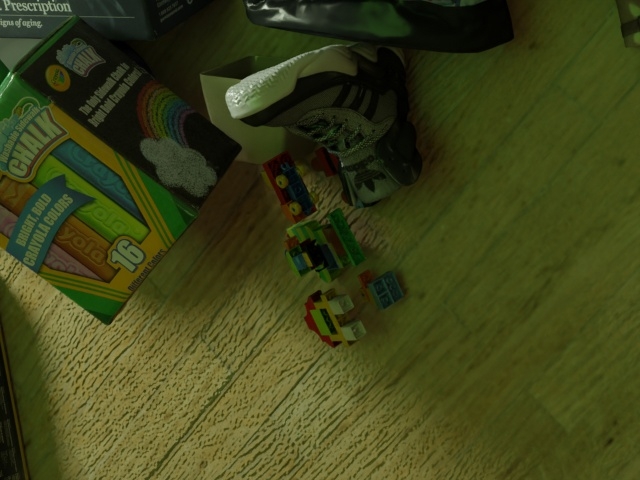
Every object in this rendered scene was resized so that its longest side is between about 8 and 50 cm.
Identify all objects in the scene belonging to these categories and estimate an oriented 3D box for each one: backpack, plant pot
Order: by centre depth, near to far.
[{"bbox_3d":[0.033,-0.366,1.279,0.290,0.273,0.356,14,106,29],"label":"backpack"},{"bbox_3d":[-0.054,-0.136,1.465,0.109,0.109,0.096,10,113,28],"label":"plant pot"}]

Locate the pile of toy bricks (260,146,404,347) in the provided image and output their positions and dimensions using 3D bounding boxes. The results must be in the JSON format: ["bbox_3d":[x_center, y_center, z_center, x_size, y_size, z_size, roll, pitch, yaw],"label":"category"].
[{"bbox_3d":[0.000,0.000,1.459,0.105,0.118,0.212,-9,109,57],"label":"pile of toy bricks"}]

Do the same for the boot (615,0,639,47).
[{"bbox_3d":[0.295,-0.226,1.294,0.118,0.042,0.087,6,101,28],"label":"boot"}]

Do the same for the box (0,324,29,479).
[{"bbox_3d":[-0.513,0.212,1.766,0.257,0.079,0.322,-11,90,28],"label":"box"}]

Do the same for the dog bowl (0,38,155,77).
[{"bbox_3d":[-0.309,-0.120,1.601,0.264,0.104,0.265,3,97,29],"label":"dog bowl"}]

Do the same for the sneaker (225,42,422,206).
[{"bbox_3d":[0.020,-0.107,1.332,0.101,0.268,0.153,-18,92,35],"label":"sneaker"}]

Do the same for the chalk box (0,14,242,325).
[{"bbox_3d":[-0.260,-0.092,1.389,0.289,0.180,0.179,38,118,-7],"label":"chalk box"}]

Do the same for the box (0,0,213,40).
[{"bbox_3d":[-0.302,-0.391,1.467,0.343,0.179,0.313,5,120,29],"label":"box"}]
